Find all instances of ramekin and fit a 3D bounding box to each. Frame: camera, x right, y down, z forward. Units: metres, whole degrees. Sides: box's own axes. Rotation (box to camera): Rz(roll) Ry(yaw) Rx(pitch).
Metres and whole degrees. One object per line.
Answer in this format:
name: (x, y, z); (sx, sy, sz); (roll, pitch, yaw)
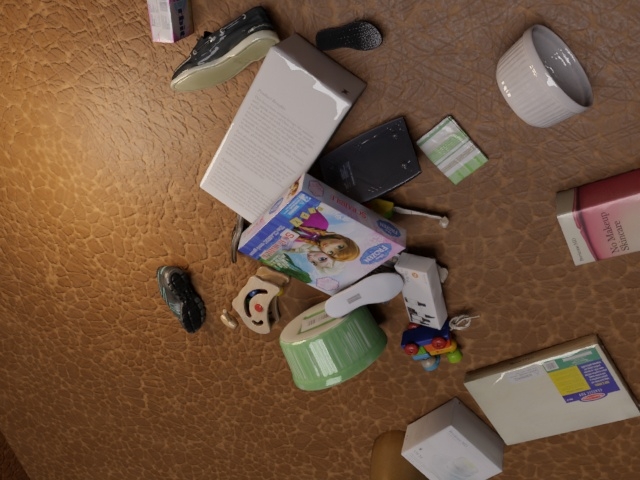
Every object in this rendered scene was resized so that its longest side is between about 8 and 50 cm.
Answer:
ramekin: (0.028, 0.285, 1.760); (0.303, 0.303, 0.148); (-20, 103, 30)
ramekin: (0.464, -0.337, 1.273); (0.207, 0.207, 0.109); (47, 134, -10)

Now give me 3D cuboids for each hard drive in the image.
hard drive: (0.126, -0.184, 1.531); (0.254, 0.054, 0.172); (-24, 70, 27)

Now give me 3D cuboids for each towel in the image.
towel: (0.327, -0.223, 1.503); (0.152, 0.023, 0.113); (44, 127, -11)

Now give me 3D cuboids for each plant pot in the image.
plant pot: (0.255, 0.810, 2.007); (0.237, 0.254, 0.237); (10, 123, 17)

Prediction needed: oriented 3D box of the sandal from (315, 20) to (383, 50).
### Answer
sandal: (0.070, -0.486, 1.437); (0.179, 0.040, 0.067); (9, 118, 33)

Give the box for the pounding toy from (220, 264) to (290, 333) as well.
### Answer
pounding toy: (-0.202, 0.218, 1.888); (0.154, 0.155, 0.269); (39, 125, 1)

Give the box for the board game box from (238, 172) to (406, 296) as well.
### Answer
board game box: (0.000, 0.000, 1.569); (0.318, 0.066, 0.318); (27, 139, -22)

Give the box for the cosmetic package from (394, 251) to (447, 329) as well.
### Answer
cosmetic package: (0.279, 0.143, 1.665); (0.099, 0.060, 0.239); (10, 139, 32)

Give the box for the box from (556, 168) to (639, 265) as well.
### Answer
box: (0.683, -0.057, 1.396); (0.232, 0.127, 0.149); (-18, 112, 29)

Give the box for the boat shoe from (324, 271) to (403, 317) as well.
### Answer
boat shoe: (0.119, 0.143, 1.648); (0.228, 0.076, 0.080); (-29, 96, 15)

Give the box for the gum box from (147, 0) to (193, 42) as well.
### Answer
gum box: (-0.373, -0.588, 1.500); (0.062, 0.107, 0.188); (10, 122, 16)

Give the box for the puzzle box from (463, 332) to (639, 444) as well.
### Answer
puzzle box: (0.662, 0.442, 1.750); (0.409, 0.052, 0.272); (-26, 107, 31)

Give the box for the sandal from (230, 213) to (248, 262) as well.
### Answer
sandal: (-0.233, -0.021, 1.815); (0.060, 0.090, 0.219); (11, 118, -11)

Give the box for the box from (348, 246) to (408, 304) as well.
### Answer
box: (0.115, 0.065, 1.734); (0.231, 0.056, 0.183); (19, 124, 9)

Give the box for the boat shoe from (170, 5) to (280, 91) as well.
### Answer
boat shoe: (-0.255, -0.482, 1.521); (0.340, 0.127, 0.113); (-19, 82, 37)

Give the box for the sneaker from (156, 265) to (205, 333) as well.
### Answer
sneaker: (-0.471, 0.193, 2.033); (0.106, 0.101, 0.267); (12, 127, 41)

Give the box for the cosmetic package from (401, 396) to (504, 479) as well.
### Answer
cosmetic package: (0.420, 0.657, 1.917); (0.224, 0.138, 0.224); (42, 121, -6)

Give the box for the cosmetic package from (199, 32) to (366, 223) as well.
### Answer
cosmetic package: (-0.105, -0.265, 1.556); (0.230, 0.161, 0.453); (36, 126, -2)

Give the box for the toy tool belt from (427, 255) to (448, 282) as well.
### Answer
toy tool belt: (0.309, 0.081, 1.670); (0.083, 0.052, 0.051); (43, 164, -14)

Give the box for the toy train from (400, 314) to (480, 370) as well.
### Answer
toy train: (0.373, 0.298, 1.753); (0.248, 0.105, 0.143); (-20, 121, 30)

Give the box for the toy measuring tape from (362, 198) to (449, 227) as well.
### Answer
toy measuring tape: (0.167, -0.045, 1.607); (0.330, 0.121, 0.121); (15, 124, 13)
